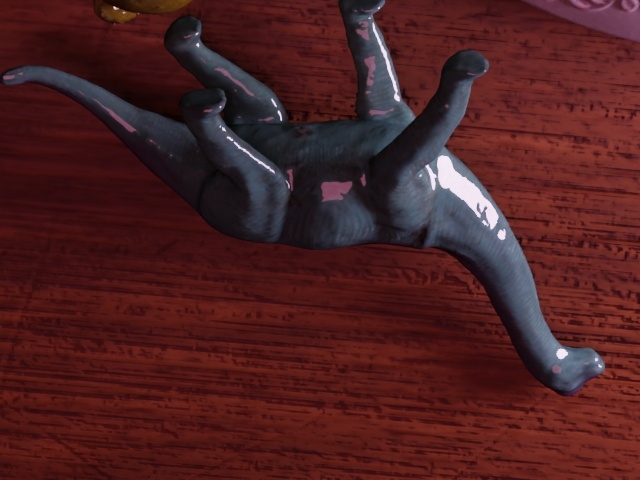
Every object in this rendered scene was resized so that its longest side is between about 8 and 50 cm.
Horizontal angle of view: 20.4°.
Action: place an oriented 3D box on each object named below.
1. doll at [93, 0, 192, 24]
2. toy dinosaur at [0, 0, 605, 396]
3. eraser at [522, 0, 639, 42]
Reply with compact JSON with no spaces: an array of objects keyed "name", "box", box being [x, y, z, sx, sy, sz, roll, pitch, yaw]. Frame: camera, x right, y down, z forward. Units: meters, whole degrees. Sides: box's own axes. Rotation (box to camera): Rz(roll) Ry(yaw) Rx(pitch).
[{"name":"doll","box":[-0.063,-0.219,1.162,0.209,0.097,0.137,-22,145,-7]},{"name":"toy dinosaur","box":[0.000,0.000,1.252,0.383,0.129,0.331,-4,129,9]},{"name":"eraser","box":[0.265,-0.198,1.172,0.243,0.059,0.204,28,111,-7]}]
